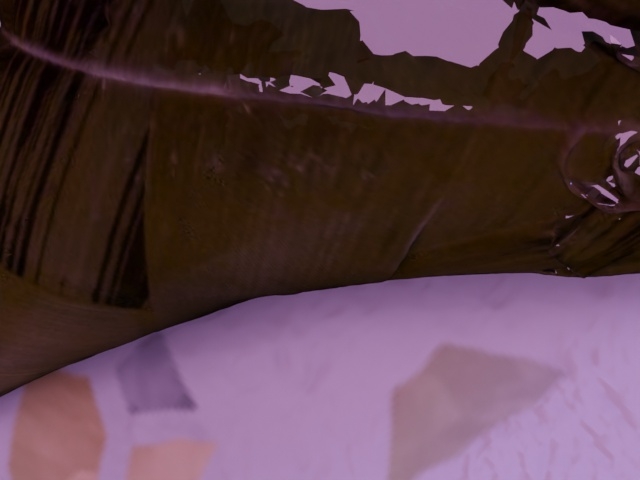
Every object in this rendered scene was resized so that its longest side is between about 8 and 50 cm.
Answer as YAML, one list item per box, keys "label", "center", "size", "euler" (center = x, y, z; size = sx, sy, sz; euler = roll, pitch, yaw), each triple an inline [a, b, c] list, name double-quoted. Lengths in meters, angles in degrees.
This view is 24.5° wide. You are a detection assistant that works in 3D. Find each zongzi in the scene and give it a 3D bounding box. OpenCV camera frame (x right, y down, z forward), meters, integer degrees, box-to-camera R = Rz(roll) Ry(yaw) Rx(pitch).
- label: "zongzi"
  center: [0.000, 0.000, 0.507]
  size: [0.274, 0.145, 0.300]
  euler: [27, 109, 13]
